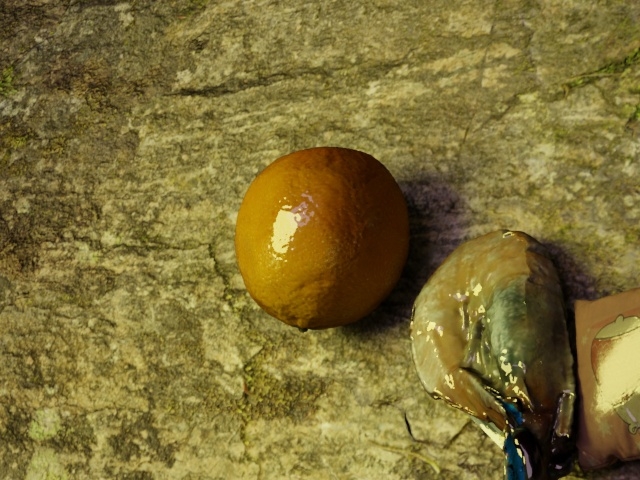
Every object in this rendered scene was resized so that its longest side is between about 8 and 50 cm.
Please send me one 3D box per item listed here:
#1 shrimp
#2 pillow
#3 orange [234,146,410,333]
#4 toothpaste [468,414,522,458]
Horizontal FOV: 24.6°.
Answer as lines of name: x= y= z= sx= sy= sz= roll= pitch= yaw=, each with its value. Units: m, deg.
shrimp: x=0.216 y=0.153 z=1.821 sx=0.221 sy=0.110 sz=0.446 roll=-30 pitch=38 yaw=18
pillow: x=0.386 y=0.146 z=1.694 sx=0.236 sy=0.084 sz=0.223 roll=-17 pitch=63 yaw=43
orange: x=0.000 y=0.000 z=2.050 sx=0.264 sy=0.264 sz=0.264 roll=-23 pitch=52 yaw=34
toothpaste: x=0.230 y=0.235 z=1.841 sx=0.046 sy=0.034 sz=0.164 roll=-51 pitch=41 yaw=4
